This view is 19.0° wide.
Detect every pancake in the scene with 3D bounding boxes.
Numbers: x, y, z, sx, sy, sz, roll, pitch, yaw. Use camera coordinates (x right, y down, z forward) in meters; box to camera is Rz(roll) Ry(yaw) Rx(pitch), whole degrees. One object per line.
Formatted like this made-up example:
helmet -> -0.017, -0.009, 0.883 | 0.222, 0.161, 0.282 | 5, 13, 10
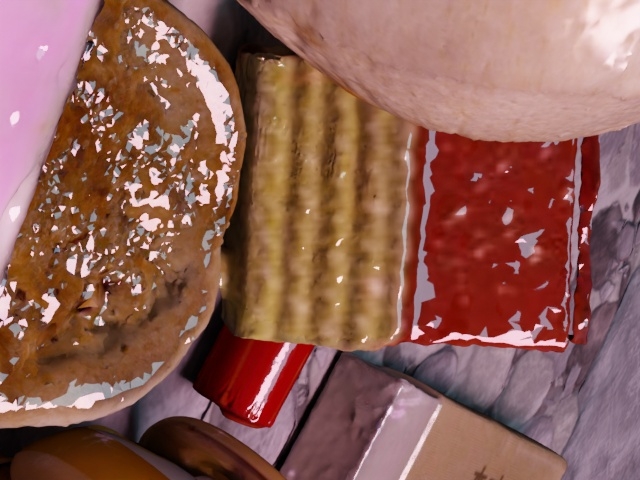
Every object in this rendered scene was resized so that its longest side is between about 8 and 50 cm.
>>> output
pancake -> -0.154, -0.019, 1.108 | 0.282, 0.049, 0.282 | -13, 111, -37

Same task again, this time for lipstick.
lipstick -> -0.001, 0.000, 1.358 | 0.073, 0.073, 0.280 | 29, 89, -57

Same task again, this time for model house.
model house -> 0.043, -0.031, 1.249 | 0.254, 0.160, 0.196 | 0, 98, -18

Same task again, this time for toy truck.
toy truck -> -0.123, 0.244, 1.246 | 0.211, 0.204, 0.288 | -30, 141, -41

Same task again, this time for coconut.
coconut -> 0.109, -0.265, 1.034 | 0.345, 0.415, 0.415 | -55, 153, -51

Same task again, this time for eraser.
eraser -> 0.091, 0.201, 1.621 | 0.343, 0.078, 0.144 | 29, 88, -57

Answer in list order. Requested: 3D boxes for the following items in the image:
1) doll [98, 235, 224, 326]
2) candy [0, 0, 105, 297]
doll -> -0.132, 0.044, 1.218 | 0.195, 0.070, 0.096 | -50, 130, -34
candy -> -0.211, -0.079, 0.939 | 0.115, 0.155, 0.265 | 2, 112, -59
